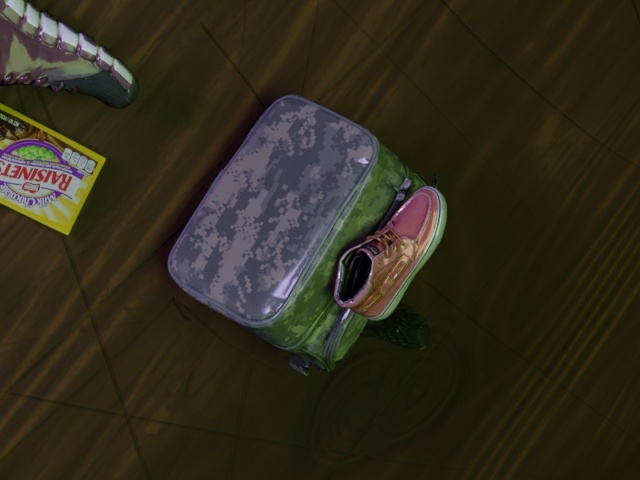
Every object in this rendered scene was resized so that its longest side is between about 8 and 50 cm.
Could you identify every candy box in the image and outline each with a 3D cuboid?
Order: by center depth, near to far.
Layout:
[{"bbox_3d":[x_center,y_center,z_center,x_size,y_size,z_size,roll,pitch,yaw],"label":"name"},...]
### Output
[{"bbox_3d":[-0.351,-0.091,2.065,0.206,0.027,0.105,28,89,-39],"label":"candy box"}]

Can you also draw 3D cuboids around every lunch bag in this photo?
[{"bbox_3d":[0.000,0.000,2.258,0.305,0.213,0.256,-59,145,-6],"label":"lunch bag"}]

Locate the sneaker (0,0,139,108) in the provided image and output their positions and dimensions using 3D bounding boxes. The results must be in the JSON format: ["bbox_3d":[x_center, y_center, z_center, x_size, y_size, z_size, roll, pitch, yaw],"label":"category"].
[{"bbox_3d":[-0.346,-0.180,1.986,0.281,0.106,0.162,32,76,-29],"label":"sneaker"}]

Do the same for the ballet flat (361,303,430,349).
[{"bbox_3d":[0.091,0.114,2.468,0.173,0.049,0.057,21,64,-44],"label":"ballet flat"}]

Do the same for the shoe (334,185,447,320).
[{"bbox_3d":[0.083,0.011,2.131,0.081,0.063,0.178,21,99,-55],"label":"shoe"}]
